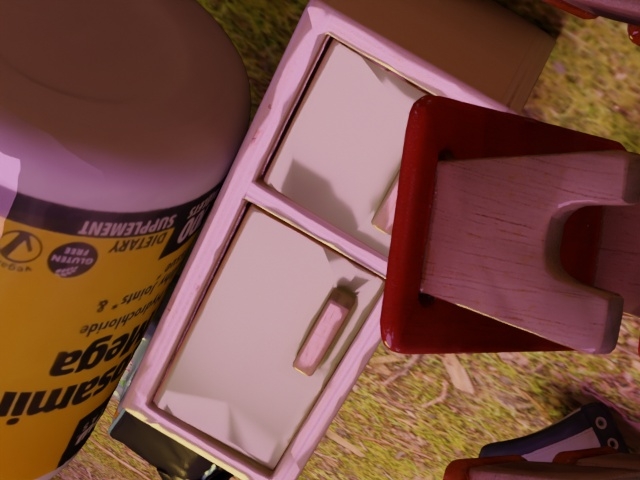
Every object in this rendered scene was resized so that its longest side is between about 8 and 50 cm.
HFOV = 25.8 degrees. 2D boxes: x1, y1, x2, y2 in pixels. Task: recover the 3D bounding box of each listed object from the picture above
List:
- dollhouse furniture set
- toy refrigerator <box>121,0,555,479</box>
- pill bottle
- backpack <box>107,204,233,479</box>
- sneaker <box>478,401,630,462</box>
[{"bbox_3d":[0.103,0.002,0.533,0.135,0.262,0.259,10,-178,38],"label":"dollhouse furniture set"},{"bbox_3d":[0.000,0.000,0.682,0.102,0.094,0.269,31,126,2],"label":"toy refrigerator"},{"bbox_3d":[-0.180,0.017,0.732,0.188,0.188,0.334,32,126,2],"label":"pill bottle"},{"bbox_3d":[-0.058,0.048,0.900,0.144,0.188,0.166,39,150,5],"label":"backpack"},{"bbox_3d":[0.237,0.195,0.949,0.282,0.153,0.099,3,155,-7],"label":"sneaker"}]
